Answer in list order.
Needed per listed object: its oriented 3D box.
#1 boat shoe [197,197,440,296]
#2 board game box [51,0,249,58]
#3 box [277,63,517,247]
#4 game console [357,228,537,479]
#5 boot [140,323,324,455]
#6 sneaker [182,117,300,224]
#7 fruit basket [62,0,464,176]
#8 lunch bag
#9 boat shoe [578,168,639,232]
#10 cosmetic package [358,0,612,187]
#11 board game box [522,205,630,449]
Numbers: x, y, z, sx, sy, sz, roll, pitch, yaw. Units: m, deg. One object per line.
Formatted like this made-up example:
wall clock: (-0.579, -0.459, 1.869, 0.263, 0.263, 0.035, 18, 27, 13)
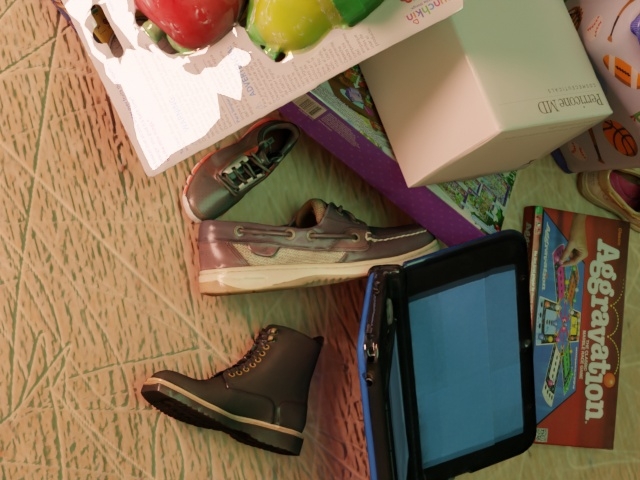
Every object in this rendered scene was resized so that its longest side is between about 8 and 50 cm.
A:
boat shoe: (0.000, 0.000, 1.651, 0.285, 0.103, 0.092, -9, 94, -23)
board game box: (-0.154, -0.281, 1.619, 0.243, 0.042, 0.165, -43, 106, -22)
box: (0.098, -0.140, 1.694, 0.293, 0.057, 0.201, 38, 48, -20)
game console: (0.143, 0.170, 1.620, 0.173, 0.250, 0.293, -4, 116, 8)
boot: (-0.090, 0.136, 1.620, 0.198, 0.077, 0.137, 28, 70, -37)
sneaker: (-0.083, -0.080, 1.631, 0.158, 0.065, 0.061, -47, 108, -21)
fruit basket: (-0.082, -0.281, 1.506, 0.353, 0.165, 0.327, -30, 79, 13)
lunch bag: (0.435, -0.276, 1.752, 0.385, 0.328, 0.239, -40, 107, -16)
boat shoe: (0.398, -0.048, 1.880, 0.170, 0.059, 0.063, 20, 78, -25)
cosmetic package: (0.136, -0.256, 1.637, 0.197, 0.155, 0.365, -14, 76, -42)
board game box: (0.301, 0.107, 1.840, 0.145, 0.027, 0.281, 8, 83, -28)
